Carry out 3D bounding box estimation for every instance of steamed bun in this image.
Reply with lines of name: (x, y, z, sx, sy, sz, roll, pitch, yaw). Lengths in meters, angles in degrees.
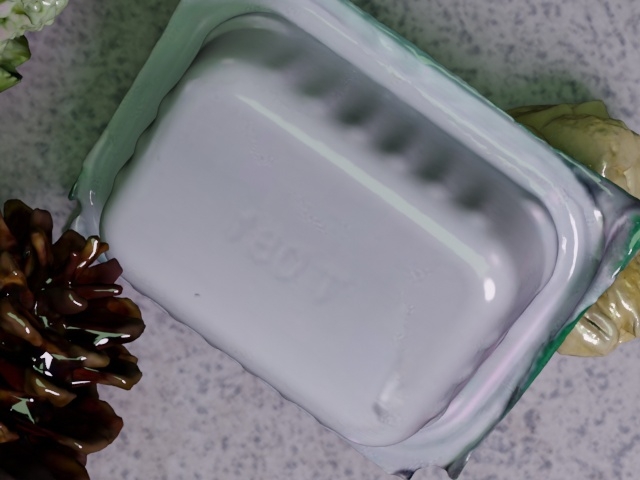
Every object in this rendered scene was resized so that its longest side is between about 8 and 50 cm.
steamed bun: (0.143, -0.006, 0.995, 0.192, 0.106, 0.177, -5, 92, -3)

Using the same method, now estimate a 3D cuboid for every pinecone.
pinecone: (-0.235, 0.096, 0.884, 0.292, 0.246, 0.246, -40, 96, 18)

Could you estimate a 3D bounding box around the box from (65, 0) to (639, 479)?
box: (0.000, 0.000, 0.922, 0.337, 0.106, 0.264, 35, 112, 2)

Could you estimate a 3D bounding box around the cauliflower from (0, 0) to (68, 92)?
cauliflower: (-0.280, -0.187, 0.860, 0.256, 0.315, 0.239, 23, 91, 17)
